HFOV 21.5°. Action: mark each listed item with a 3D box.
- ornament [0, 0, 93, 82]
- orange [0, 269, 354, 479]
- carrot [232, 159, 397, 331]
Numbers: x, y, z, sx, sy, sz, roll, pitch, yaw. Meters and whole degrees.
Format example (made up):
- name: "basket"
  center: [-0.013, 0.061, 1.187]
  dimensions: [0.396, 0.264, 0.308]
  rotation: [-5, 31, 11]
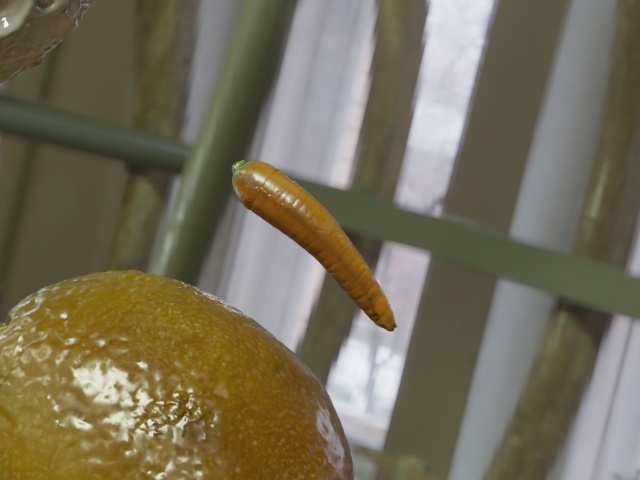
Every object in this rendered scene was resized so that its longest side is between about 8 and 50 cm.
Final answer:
- name: "ornament"
  center: [-0.299, -0.241, 1.355]
  dimensions: [0.259, 0.259, 0.225]
  rotation: [12, 24, -37]
- name: "orange"
  center: [-0.147, 0.191, 1.429]
  dimensions: [0.357, 0.322, 0.322]
  rotation: [41, 2, -1]
- name: "carrot"
  center: [0.000, 0.000, 1.970]
  dimensions: [0.271, 0.066, 0.062]
  rotation: [41, 6, -1]
